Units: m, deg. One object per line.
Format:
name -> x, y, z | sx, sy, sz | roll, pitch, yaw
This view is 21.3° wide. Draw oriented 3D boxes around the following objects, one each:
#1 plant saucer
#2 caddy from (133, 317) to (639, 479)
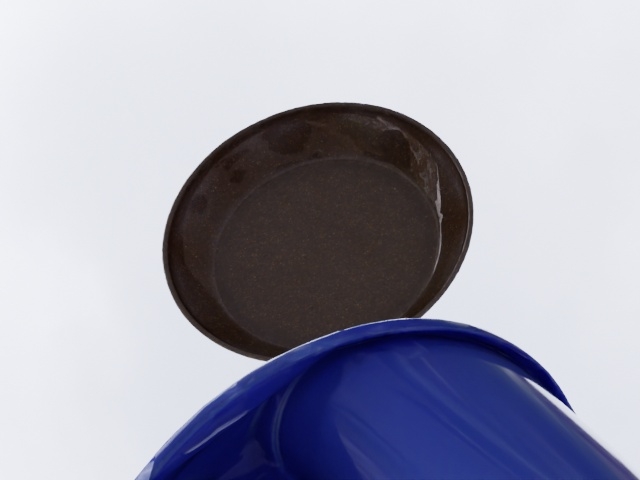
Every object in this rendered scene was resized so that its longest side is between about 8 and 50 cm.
plant saucer -> 0.000, 0.000, 1.071 | 0.199, 0.036, 0.198 | -7, -125, 9
caddy -> 0.049, 0.186, 0.692 | 0.241, 0.341, 0.179 | -41, -141, -7
